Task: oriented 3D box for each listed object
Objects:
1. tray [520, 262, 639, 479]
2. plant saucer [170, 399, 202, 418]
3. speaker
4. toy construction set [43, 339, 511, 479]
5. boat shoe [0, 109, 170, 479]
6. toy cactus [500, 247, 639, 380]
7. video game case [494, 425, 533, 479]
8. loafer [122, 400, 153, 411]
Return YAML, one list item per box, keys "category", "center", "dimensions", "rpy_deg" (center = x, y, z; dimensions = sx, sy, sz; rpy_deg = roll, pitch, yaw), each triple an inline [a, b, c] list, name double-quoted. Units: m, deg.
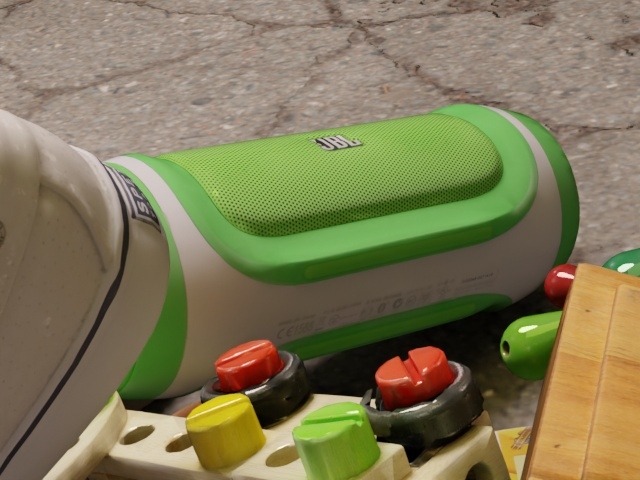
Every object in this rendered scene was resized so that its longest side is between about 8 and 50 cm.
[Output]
- category: "tray"
  center: [0.262, 0.132, 0.456]
  dimensions: [0.411, 0.076, 0.203]
  rpy_deg: [15, 33, 8]
- category: "plant saucer"
  center: [-0.052, 0.106, 0.797]
  dimensions: [0.083, 0.013, 0.083]
  rpy_deg: [-7, 28, 4]
- category: "speaker"
  center: [0.000, 0.000, 0.803]
  dimensions: [0.296, 0.131, 0.131]
  rpy_deg: [-12, 24, -37]
- category: "toy construction set"
  center: [-0.043, 0.136, 0.587]
  dimensions: [0.327, 0.151, 0.215]
  rpy_deg: [16, 37, 40]
- category: "boat shoe"
  center: [-0.203, 0.107, 0.504]
  dimensions: [0.136, 0.156, 0.367]
  rpy_deg: [36, 90, 35]
- category: "toy cactus"
  center: [0.195, 0.025, 0.652]
  dimensions: [0.219, 0.180, 0.112]
  rpy_deg: [9, 13, 22]
- category: "video game case"
  center: [0.185, 0.142, 0.639]
  dimensions: [0.206, 0.026, 0.227]
  rpy_deg: [-8, 28, 3]
- category: "loafer"
  center: [-0.166, 0.081, 0.800]
  dimensions: [0.094, 0.087, 0.251]
  rpy_deg: [8, 32, 30]
